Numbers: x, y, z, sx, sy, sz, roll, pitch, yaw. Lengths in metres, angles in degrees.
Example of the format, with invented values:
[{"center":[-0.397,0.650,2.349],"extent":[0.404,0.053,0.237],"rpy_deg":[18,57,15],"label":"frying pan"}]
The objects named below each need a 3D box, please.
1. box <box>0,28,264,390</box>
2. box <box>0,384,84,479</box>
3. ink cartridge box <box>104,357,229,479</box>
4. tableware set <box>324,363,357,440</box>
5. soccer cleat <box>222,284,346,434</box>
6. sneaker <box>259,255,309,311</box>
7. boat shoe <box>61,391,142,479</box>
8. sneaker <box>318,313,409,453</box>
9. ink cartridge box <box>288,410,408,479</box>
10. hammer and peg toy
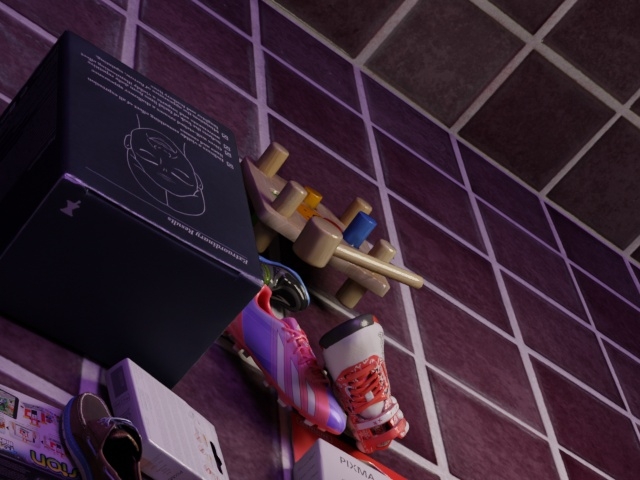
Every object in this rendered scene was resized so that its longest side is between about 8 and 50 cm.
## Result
[{"center":[-0.267,-0.044,1.884],"extent":[0.293,0.212,0.395],"rpy_deg":[31,23,-26],"label":"box"},{"center":[-0.297,0.224,1.553],"extent":[0.207,0.036,0.114],"rpy_deg":[29,25,-29],"label":"box"},{"center":[-0.181,0.240,1.744],"extent":[0.179,0.045,0.145],"rpy_deg":[48,12,-40],"label":"ink cartridge box"},{"center":[0.041,0.232,2.139],"extent":[0.141,0.020,0.168],"rpy_deg":[49,22,18],"label":"tableware set"},{"center":[-0.040,0.163,1.983],"extent":[0.248,0.095,0.083],"rpy_deg":[44,4,31],"label":"soccer cleat"},{"center":[-0.101,0.058,2.193],"extent":[0.188,0.067,0.078],"rpy_deg":[35,43,-20],"label":"sneaker"},{"center":[-0.221,0.224,1.539],"extent":[0.066,0.066,0.183],"rpy_deg":[22,29,-41],"label":"boat shoe"},{"center":[0.067,0.202,1.972],"extent":[0.270,0.090,0.145],"rpy_deg":[88,-23,-69],"label":"sneaker"},{"center":[0.094,0.353,1.934],"extent":[0.296,0.066,0.261],"rpy_deg":[33,23,-21],"label":"ink cartridge box"},{"center":[0.000,0.000,2.311],"extent":[0.266,0.127,0.361],"rpy_deg":[32,14,-23],"label":"hammer and peg toy"}]
